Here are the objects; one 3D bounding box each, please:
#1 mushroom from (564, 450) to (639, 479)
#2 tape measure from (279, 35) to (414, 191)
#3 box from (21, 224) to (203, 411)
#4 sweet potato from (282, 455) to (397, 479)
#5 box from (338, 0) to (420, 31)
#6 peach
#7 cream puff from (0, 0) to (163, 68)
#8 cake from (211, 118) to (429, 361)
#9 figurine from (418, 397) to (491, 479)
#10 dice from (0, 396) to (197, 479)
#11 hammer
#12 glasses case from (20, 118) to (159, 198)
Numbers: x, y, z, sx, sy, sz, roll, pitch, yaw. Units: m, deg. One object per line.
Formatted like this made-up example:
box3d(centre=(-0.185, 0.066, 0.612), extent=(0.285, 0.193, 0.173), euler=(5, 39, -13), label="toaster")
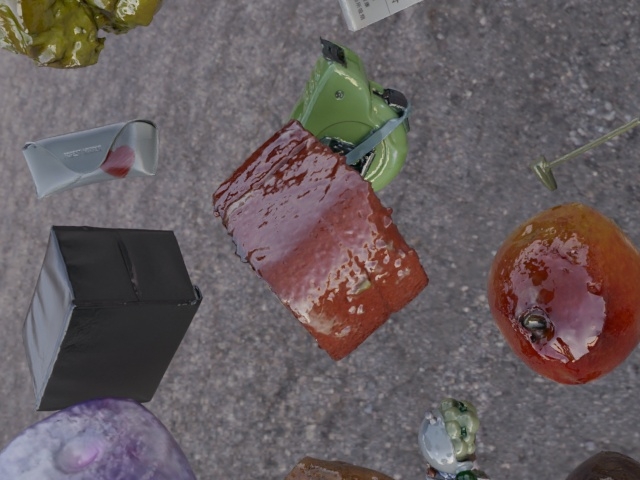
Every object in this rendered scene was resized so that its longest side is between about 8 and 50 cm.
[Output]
box3d(centre=(0.533, 0.437, 1.244), extent=(0.231, 0.194, 0.138), euler=(12, 69, 36), label="mushroom")
box3d(centre=(0.030, -0.134, 0.951), extent=(0.200, 0.175, 0.106), euler=(-56, 22, 32), label="tape measure")
box3d(centre=(-0.425, 0.154, 1.448), extent=(0.345, 0.251, 0.205), euler=(-57, 46, 36), label="box")
box3d(centre=(0.046, 0.476, 1.429), extent=(0.251, 0.097, 0.097), euler=(5, 80, 3), label="sweet potato")
box3d(centre=(0.116, -0.407, 1.104), extent=(0.198, 0.109, 0.029), euler=(-27, 29, -7), label="box")
box3d(centre=(0.370, 0.076, 1.095), extent=(0.238, 0.281, 0.281), euler=(9, 86, 24), label="peach")
box3d(centre=(-0.421, -0.433, 1.217), extent=(0.378, 0.378, 0.276), euler=(-13, 79, 45), label="cream puff")
box3d(centre=(0.000, 0.000, 0.772), extent=(0.151, 0.177, 0.283), euler=(-44, 33, 0), label="cake")
box3d(centre=(0.198, 0.323, 1.093), extent=(0.147, 0.093, 0.197), euler=(-105, 2, -61), label="figurine")
box3d(centre=(-0.360, 0.443, 1.191), extent=(0.270, 0.270, 0.271), euler=(28, 133, 42), label="dice")
box3d(centre=(0.415, -0.134, 1.126), extent=(0.060, 0.028, 0.195), euler=(51, 139, -8), label="hammer")
box3d(centre=(-0.505, -0.180, 1.590), extent=(0.308, 0.083, 0.128), euler=(-11, 85, 6), label="glasses case")
